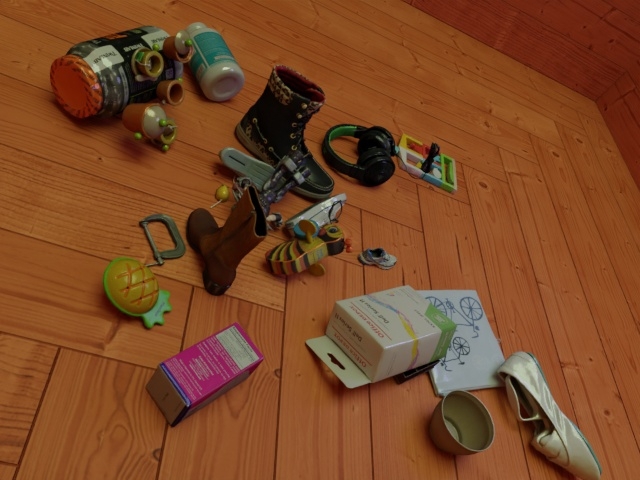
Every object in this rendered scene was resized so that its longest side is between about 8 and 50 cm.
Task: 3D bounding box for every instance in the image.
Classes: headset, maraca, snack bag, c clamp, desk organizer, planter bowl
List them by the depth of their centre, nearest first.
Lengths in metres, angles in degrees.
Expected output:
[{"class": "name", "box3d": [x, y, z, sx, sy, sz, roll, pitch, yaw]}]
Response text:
[{"class": "maraca", "box3d": [-0.414, 0.118, 1.365, 0.185, 0.099, 0.127, 48, 45, -27]}, {"class": "c clamp", "box3d": [-0.412, -0.004, 1.524, 0.137, 0.022, 0.160, -4, 57, -36]}, {"class": "planter bowl", "box3d": [0.349, 0.482, 1.548, 0.162, 0.109, 0.162, 18, 46, -20]}, {"class": "desk organizer", "box3d": [0.259, 0.341, 1.634, 0.130, 0.050, 0.047, -18, 64, -29]}, {"class": "snack bag", "box3d": [0.413, 0.299, 1.809, 0.323, 0.037, 0.342, 2, 56, -32]}, {"class": "headset", "box3d": [0.206, -0.314, 2.096, 0.395, 0.185, 0.243, 15, 46, -8]}]

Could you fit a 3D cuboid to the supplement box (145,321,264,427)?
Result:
[{"class": "supplement box", "box3d": [-0.249, 0.288, 1.311, 0.220, 0.111, 0.114, -24, 69, -45]}]

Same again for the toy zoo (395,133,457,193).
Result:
[{"class": "toy zoo", "box3d": [0.400, -0.309, 2.338, 0.293, 0.030, 0.192, 24, 44, -15]}]

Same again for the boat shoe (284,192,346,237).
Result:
[{"class": "boat shoe", "box3d": [-0.004, -0.068, 1.819, 0.258, 0.095, 0.084, -32, 101, -38]}]

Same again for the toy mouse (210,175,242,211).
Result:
[{"class": "toy mouse", "box3d": [-0.232, -0.129, 1.749, 0.143, 0.031, 0.161, 24, 44, -15]}]

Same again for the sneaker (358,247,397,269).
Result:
[{"class": "sneaker", "box3d": [0.187, 0.052, 1.855, 0.135, 0.058, 0.052, 7, 50, -31]}]

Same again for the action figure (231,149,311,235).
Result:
[{"class": "action figure", "box3d": [-0.144, -0.134, 1.726, 0.285, 0.099, 0.185, -47, 117, -27]}]

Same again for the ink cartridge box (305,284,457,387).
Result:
[{"class": "ink cartridge box", "box3d": [0.161, 0.243, 1.578, 0.354, 0.119, 0.207, -9, 36, -39]}]

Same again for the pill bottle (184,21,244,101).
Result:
[{"class": "pill bottle", "box3d": [-0.365, -0.600, 1.988, 0.146, 0.146, 0.264, -9, 60, -39]}]

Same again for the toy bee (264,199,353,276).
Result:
[{"class": "toy bee", "box3d": [0.000, 0.000, 1.649, 0.162, 0.195, 0.298, 28, 75, 38]}]

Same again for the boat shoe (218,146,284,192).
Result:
[{"class": "boat shoe", "box3d": [-0.205, -0.214, 1.805, 0.226, 0.083, 0.076, 37, -1, -27]}]

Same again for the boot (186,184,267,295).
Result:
[{"class": "boot", "box3d": [-0.238, -0.040, 1.480, 0.096, 0.280, 0.264, 8, 50, -29]}]

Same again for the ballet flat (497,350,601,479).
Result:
[{"class": "ballet flat", "box3d": [0.631, 0.514, 1.709, 0.139, 0.139, 0.400, -11, 66, -40]}]

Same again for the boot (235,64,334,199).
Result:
[{"class": "boot", "box3d": [-0.068, -0.329, 1.846, 0.377, 0.284, 0.138, 43, 42, 7]}]

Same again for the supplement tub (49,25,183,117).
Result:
[{"class": "supplement tub", "box3d": [-0.569, -0.473, 1.694, 0.207, 0.207, 0.338, 42, 42, 5]}]

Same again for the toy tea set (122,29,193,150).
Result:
[{"class": "toy tea set", "box3d": [-0.419, -0.413, 1.642, 0.124, 0.335, 0.200, 15, 8, 26]}]
